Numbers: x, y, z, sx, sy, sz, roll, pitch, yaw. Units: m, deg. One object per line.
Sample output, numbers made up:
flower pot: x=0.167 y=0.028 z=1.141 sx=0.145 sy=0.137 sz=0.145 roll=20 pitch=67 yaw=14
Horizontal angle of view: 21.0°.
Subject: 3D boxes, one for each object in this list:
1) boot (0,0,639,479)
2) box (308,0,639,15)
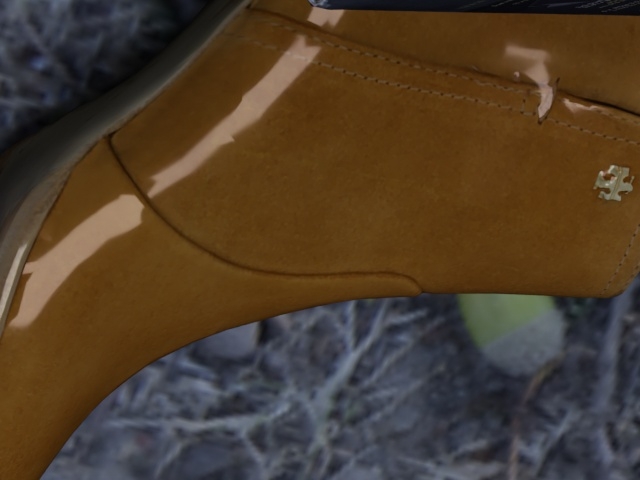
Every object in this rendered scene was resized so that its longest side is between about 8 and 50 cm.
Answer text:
boot: x=0.000 y=-0.001 z=0.561 sx=0.211 sy=0.104 sz=0.295 roll=16 pitch=107 yaw=-16
box: x=0.174 y=-0.126 z=0.385 sx=0.242 sy=0.307 sz=0.076 roll=-5 pitch=82 yaw=-39
